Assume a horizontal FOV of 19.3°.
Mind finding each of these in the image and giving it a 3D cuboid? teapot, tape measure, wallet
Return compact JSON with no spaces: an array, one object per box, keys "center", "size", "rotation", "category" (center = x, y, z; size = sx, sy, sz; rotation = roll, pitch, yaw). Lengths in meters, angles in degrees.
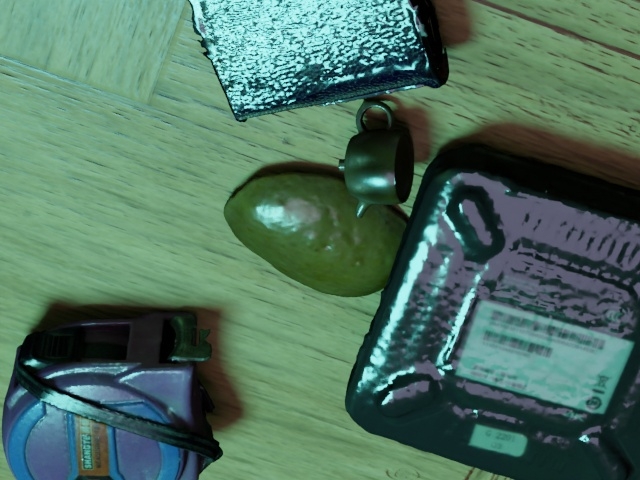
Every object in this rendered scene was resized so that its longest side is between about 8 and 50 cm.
[{"center":[0.051,-0.081,1.871],"size":[0.068,0.076,0.121],"rotation":[3,104,18],"category":"teapot"},{"center":[-0.232,0.194,2.107],"size":[0.245,0.149,0.231],"rotation":[0,128,-1],"category":"tape measure"},{"center":[-0.016,-0.240,1.753],"size":[0.221,0.071,0.262],"rotation":[-7,126,21],"category":"wallet"}]

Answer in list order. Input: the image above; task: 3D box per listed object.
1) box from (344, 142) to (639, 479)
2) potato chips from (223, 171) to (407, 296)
[{"center":[0.233,0.095,1.938],"size":[0.359,0.091,0.350],"rotation":[16,117,-4],"category":"box"},{"center":[0.000,0.000,1.963],"size":[0.202,0.049,0.150],"rotation":[30,134,-24],"category":"potato chips"}]
